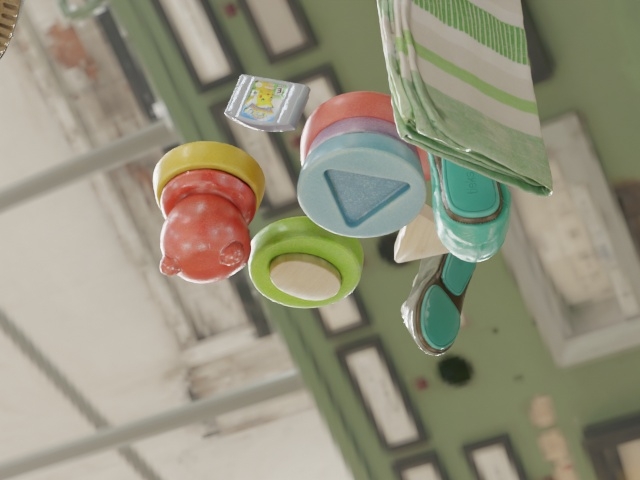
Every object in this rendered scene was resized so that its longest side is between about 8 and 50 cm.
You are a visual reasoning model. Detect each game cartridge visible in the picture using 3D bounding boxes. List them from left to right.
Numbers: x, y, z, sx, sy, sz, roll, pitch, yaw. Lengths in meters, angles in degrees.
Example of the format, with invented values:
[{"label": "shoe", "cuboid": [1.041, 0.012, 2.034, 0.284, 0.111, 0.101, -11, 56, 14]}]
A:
[{"label": "game cartridge", "cuboid": [-0.056, -0.140, 1.638, 0.017, 0.083, 0.056, 46, -121, -59]}]

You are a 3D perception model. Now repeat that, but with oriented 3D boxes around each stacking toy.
[{"label": "stacking toy", "cuboid": [0.000, 0.000, 1.685, 0.279, 0.309, 0.130, 51, -152, -40]}]

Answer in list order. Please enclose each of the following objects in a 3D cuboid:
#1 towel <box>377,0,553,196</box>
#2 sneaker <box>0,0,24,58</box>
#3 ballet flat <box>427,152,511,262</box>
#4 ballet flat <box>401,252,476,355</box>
[{"label": "towel", "cuboid": [0.116, -0.215, 1.330, 0.248, 0.038, 0.324, 16, -117, -54]}, {"label": "sneaker", "cuboid": [-0.260, -0.166, 1.121, 0.099, 0.282, 0.153, 29, -133, -12]}, {"label": "ballet flat", "cuboid": [0.132, -0.075, 1.481, 0.087, 0.083, 0.247, 89, -179, -46]}, {"label": "ballet flat", "cuboid": [0.128, 0.069, 1.817, 0.072, 0.068, 0.213, 51, -144, -18]}]
